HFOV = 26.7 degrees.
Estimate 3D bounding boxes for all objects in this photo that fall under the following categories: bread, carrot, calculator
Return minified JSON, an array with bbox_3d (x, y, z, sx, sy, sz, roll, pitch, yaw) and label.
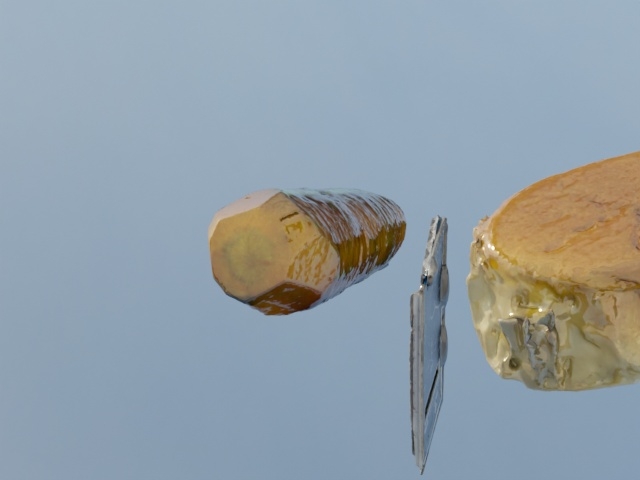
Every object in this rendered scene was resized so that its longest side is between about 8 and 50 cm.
[{"bbox_3d":[0.332,0.016,1.286,0.388,0.183,0.236,-10,-160,7],"label":"bread"},{"bbox_3d":[0.000,0.000,0.796,0.070,0.070,0.260,48,-166,7],"label":"carrot"},{"bbox_3d":[0.127,0.121,1.561,0.028,0.274,0.166,4,-148,11],"label":"calculator"}]
